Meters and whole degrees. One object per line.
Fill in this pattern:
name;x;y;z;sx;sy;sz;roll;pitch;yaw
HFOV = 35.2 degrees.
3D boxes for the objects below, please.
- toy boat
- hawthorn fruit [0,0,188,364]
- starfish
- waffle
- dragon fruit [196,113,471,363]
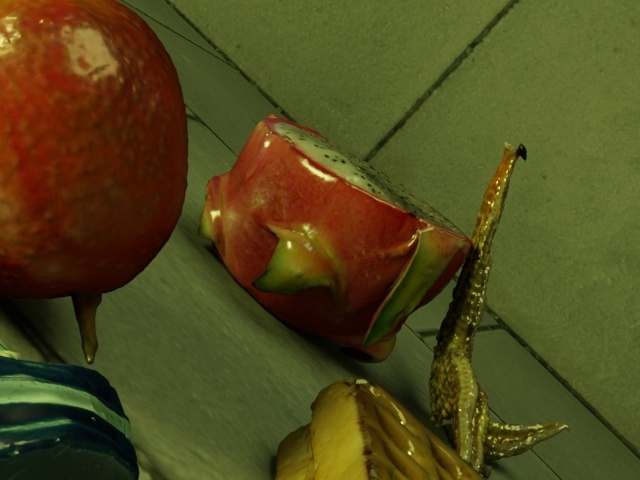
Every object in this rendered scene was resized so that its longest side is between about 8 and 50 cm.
toy boat;-0.212;0.032;0.479;0.291;0.067;0.220;35;4;30
hawthorn fruit;-0.165;-0.035;0.602;0.196;0.196;0.226;-41;114;-81
starfish;0.190;0.120;1.121;0.132;0.384;0.398;2;-27;22
waffle;0.112;0.246;0.671;0.327;0.098;0.224;43;10;-10
dragon fruit;0.000;0.000;1.086;0.290;0.189;0.290;33;8;-5
